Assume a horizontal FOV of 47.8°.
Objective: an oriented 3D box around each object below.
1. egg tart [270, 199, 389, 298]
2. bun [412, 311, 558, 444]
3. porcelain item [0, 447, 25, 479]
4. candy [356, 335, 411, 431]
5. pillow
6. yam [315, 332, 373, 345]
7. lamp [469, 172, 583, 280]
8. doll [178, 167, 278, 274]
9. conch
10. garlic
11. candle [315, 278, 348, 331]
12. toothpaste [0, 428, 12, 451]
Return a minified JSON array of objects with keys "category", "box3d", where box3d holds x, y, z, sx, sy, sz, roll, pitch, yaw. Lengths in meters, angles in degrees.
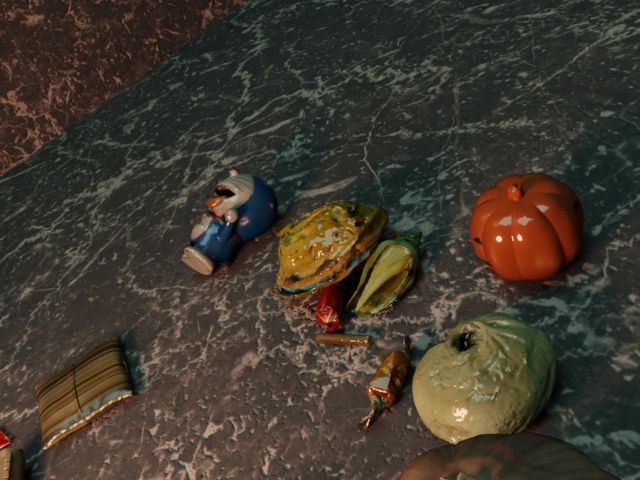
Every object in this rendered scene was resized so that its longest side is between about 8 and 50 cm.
[{"category":"egg tart","box3d":[0.000,0.000,1.417,0.290,0.107,0.291,-34,15,10]},{"category":"bun","box3d":[0.234,0.195,1.058,0.221,0.108,0.221,-19,37,15]},{"category":"porcelain item","box3d":[-0.575,0.482,1.319,0.054,0.084,0.213,-5,32,-15]},{"category":"candy","box3d":[0.111,0.228,1.161,0.046,0.053,0.182,12,54,35]},{"category":"pillow","box3d":[-0.491,0.307,1.490,0.208,0.052,0.212,-31,36,-7]},{"category":"yam","box3d":[0.041,0.177,1.297,0.116,0.021,0.021,-2,44,33]},{"category":"lamp","box3d":[0.343,-0.030,1.212,0.187,0.164,0.188,-18,35,13]},{"category":"doll","box3d":[-0.215,-0.042,1.639,0.257,0.161,0.215,-50,14,-21]},{"category":"conch","box3d":[0.129,0.057,1.338,0.095,0.079,0.201,17,73,31]},{"category":"garlic","box3d":[0.192,0.347,0.775,0.317,0.259,0.317,-16,36,12]},{"category":"candle","box3d":[0.020,0.120,1.342,0.052,0.052,0.131,-16,28,19]},{"category":"toothpaste","box3d":[-0.725,0.464,1.478,0.071,0.045,0.193,16,49,46]}]
